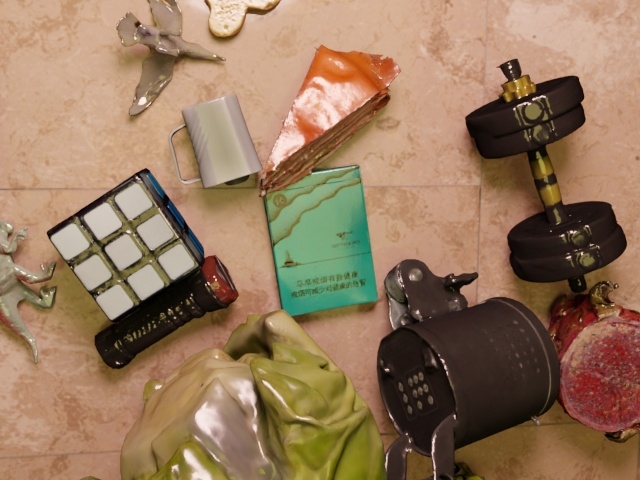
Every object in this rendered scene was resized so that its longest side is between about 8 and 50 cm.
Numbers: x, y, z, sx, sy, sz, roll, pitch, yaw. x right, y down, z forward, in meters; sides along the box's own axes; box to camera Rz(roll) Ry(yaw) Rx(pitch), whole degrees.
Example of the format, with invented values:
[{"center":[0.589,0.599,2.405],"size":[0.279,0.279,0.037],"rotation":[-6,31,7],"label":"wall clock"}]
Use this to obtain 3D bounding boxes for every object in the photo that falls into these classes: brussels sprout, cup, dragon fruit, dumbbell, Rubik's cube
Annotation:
[{"center":[-0.099,0.353,1.058],"size":[0.425,0.342,0.361],"rotation":[-41,109,2],"label":"brussels sprout"},{"center":[-0.165,-0.142,1.097],"size":[0.128,0.095,0.129],"rotation":[-18,98,-3],"label":"cup"},{"center":[0.482,0.192,1.231],"size":[0.211,0.147,0.282],"rotation":[-10,98,2],"label":"dragon fruit"},{"center":[0.354,-0.095,1.136],"size":[0.185,0.185,0.388],"rotation":[-23,101,-5],"label":"dumbbell"},{"center":[-0.277,0.001,1.065],"size":[0.163,0.162,0.160],"rotation":[-33,101,-2],"label":"Rubik's cube"}]

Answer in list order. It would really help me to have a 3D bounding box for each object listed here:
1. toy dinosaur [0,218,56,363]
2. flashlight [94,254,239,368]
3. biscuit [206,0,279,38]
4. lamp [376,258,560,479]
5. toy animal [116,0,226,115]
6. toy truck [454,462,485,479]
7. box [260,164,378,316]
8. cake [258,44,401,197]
[{"center":[-0.483,0.070,1.100],"size":[0.167,0.053,0.242],"rotation":[-2,99,-7],"label":"toy dinosaur"},{"center":[-0.244,0.114,1.130],"size":[0.232,0.093,0.093],"rotation":[-30,102,1],"label":"flashlight"},{"center":[-0.155,-0.436,1.084],"size":[0.153,0.030,0.234],"rotation":[-34,102,-3],"label":"biscuit"},{"center":[0.236,0.215,1.123],"size":[0.272,0.205,0.374],"rotation":[7,62,-19],"label":"lamp"},{"center":[-0.219,-0.283,1.066],"size":[0.155,0.095,0.219],"rotation":[12,97,-6],"label":"toy animal"},{"center":[0.256,0.428,1.238],"size":[0.077,0.111,0.076],"rotation":[-10,101,-13],"label":"toy truck"},{"center":[0.000,0.000,1.168],"size":[0.161,0.042,0.226],"rotation":[-10,100,-8],"label":"box"},{"center":[-0.011,-0.186,1.095],"size":[0.135,0.098,0.287],"rotation":[42,78,1],"label":"cake"}]
